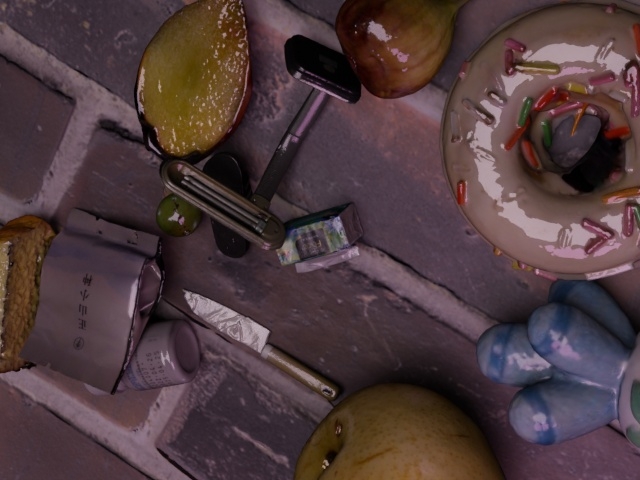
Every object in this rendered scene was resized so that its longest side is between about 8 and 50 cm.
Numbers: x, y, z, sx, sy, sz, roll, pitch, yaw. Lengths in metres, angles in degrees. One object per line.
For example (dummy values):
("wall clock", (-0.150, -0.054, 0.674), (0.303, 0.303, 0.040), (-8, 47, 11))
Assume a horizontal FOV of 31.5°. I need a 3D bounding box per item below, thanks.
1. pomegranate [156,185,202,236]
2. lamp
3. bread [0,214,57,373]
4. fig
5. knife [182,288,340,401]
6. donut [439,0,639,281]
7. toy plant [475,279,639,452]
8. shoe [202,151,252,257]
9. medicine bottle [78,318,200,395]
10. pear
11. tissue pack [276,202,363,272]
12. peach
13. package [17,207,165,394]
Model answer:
("pomegranate", (-0.219, -0.043, 1.727), (0.084, 0.073, 0.073), (37, 117, 46))
("lamp", (-0.086, -0.158, 1.587), (0.203, 0.124, 0.283), (25, 104, -18))
("bread", (-0.513, 0.078, 1.818), (0.134, 0.129, 0.260), (14, 106, 22))
("fig", (0.135, -0.279, 1.511), (0.230, 0.143, 0.160), (-10, 130, 13))
("knife", (-0.093, 0.155, 1.755), (0.297, 0.017, 0.047), (30, 109, 13))
("donut", (0.333, -0.124, 1.466), (0.382, 0.142, 0.383), (3, 99, 18))
("toy plant", (0.369, 0.172, 1.511), (0.332, 0.247, 0.247), (13, 107, 22))
("shoe", (-0.133, -0.061, 1.703), (0.071, 0.049, 0.179), (10, 125, 22))
("medicine bottle", (-0.282, 0.184, 1.778), (0.168, 0.105, 0.105), (-10, 100, 20))
("pear", (0.116, 0.358, 1.592), (0.309, 0.309, 0.309), (4, 104, 17))
("tissue pack", (-0.001, 0.001, 1.650), (0.111, 0.085, 0.079), (-16, 99, 20))
("peach", (-0.172, -0.241, 1.659), (0.189, 0.068, 0.279), (39, 113, 13))
("package", (-0.349, 0.092, 1.762), (0.203, 0.062, 0.251), (17, 87, 30))
